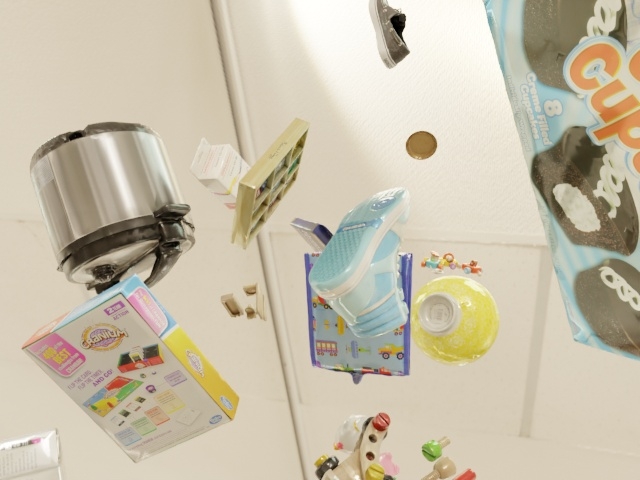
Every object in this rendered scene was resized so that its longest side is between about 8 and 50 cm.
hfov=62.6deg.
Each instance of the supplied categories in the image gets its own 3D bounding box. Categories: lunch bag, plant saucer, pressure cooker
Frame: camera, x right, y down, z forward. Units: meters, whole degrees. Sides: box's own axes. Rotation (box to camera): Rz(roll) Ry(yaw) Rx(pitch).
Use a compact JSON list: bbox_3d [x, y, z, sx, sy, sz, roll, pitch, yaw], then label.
[{"bbox_3d":[0.086,0.171,1.156,0.221,0.138,0.293,1,-90,15],"label":"lunch bag"},{"bbox_3d":[0.266,-0.253,1.389,0.084,0.015,0.083,4,-56,6],"label":"plant saucer"},{"bbox_3d":[-0.545,-0.058,1.420,0.370,0.376,0.420,128,-59,-70],"label":"pressure cooker"}]

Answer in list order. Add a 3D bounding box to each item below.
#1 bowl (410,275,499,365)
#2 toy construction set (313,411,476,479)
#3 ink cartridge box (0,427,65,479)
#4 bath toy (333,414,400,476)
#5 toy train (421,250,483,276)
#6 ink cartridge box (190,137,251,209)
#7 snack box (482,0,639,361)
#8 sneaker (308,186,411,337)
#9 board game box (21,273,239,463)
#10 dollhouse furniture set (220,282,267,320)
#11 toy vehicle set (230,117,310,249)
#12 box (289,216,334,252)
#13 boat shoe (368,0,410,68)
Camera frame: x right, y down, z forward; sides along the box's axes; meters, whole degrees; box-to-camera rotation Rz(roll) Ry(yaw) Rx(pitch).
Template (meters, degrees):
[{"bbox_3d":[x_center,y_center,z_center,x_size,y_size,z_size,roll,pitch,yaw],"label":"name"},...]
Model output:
[{"bbox_3d":[0.382,0.234,1.613,0.290,0.289,0.156,-18,-25,28],"label":"bowl"},{"bbox_3d":[0.123,0.504,1.056,0.309,0.237,0.257,-35,-106,53],"label":"toy construction set"},{"bbox_3d":[-0.597,0.406,0.852,0.330,0.071,0.324,-4,-29,-27],"label":"ink cartridge box"},{"bbox_3d":[0.135,0.624,1.345,0.129,0.151,0.348,-40,-110,31],"label":"bath toy"},{"bbox_3d":[0.363,0.062,1.453,0.166,0.125,0.046,3,-78,-26],"label":"toy train"},{"bbox_3d":[-0.261,-0.183,1.442,0.067,0.115,0.198,0,-27,28],"label":"ink cartridge box"},{"bbox_3d":[0.242,-0.051,0.383,0.187,0.060,0.321,12,-54,66],"label":"snack box"},{"bbox_3d":[0.115,0.053,1.019,0.127,0.319,0.208,-7,-57,44],"label":"sneaker"},{"bbox_3d":[-0.338,0.244,0.962,0.242,0.064,0.316,-28,-70,16],"label":"board game box"},{"bbox_3d":[-0.274,0.256,1.893,0.151,0.123,0.144,-13,-42,6],"label":"dollhouse furniture set"},{"bbox_3d":[-0.102,-0.124,1.102,0.035,0.266,0.166,24,-45,7],"label":"toy vehicle set"},{"bbox_3d":[0.000,0.000,1.514,0.136,0.036,0.225,48,-13,-21],"label":"box"},{"bbox_3d":[0.168,-0.505,1.234,0.076,0.228,0.080,-23,-38,30],"label":"boat shoe"}]
